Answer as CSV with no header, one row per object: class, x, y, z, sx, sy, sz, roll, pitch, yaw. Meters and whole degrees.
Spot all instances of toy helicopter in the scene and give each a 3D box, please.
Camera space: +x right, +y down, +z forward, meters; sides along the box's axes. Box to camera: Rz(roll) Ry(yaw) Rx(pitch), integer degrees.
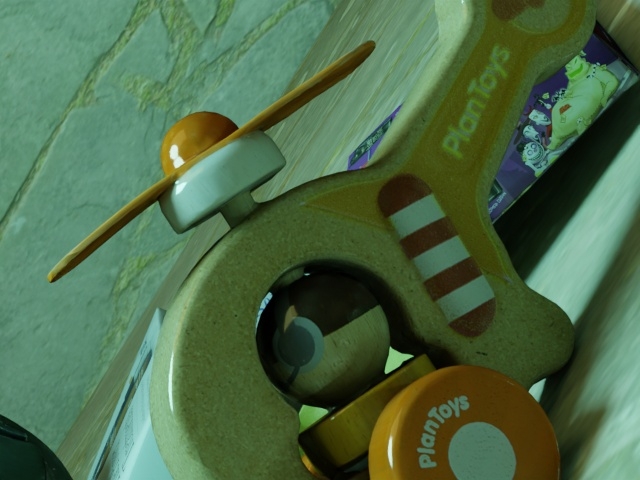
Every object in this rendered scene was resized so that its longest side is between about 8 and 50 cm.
toy helicopter,0.029,-0.021,0.835,0.355,0.235,0.140,-63,9,-26

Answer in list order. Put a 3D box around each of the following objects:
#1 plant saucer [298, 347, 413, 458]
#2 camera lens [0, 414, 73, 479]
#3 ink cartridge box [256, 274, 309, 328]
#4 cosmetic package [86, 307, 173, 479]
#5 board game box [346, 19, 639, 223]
plant saucer,0.036,0.095,1.067,0.241,0.037,0.241,-58,9,14
camera lens,-0.297,0.251,1.172,0.219,0.219,0.274,-86,17,-72
ink cartridge box,0.000,0.000,1.386,0.207,0.046,0.097,-43,7,-8
cosmetic package,-0.133,0.220,1.307,0.377,0.097,0.284,-138,68,-82
board game box,0.096,-0.074,1.115,0.208,0.056,0.347,-50,8,12
